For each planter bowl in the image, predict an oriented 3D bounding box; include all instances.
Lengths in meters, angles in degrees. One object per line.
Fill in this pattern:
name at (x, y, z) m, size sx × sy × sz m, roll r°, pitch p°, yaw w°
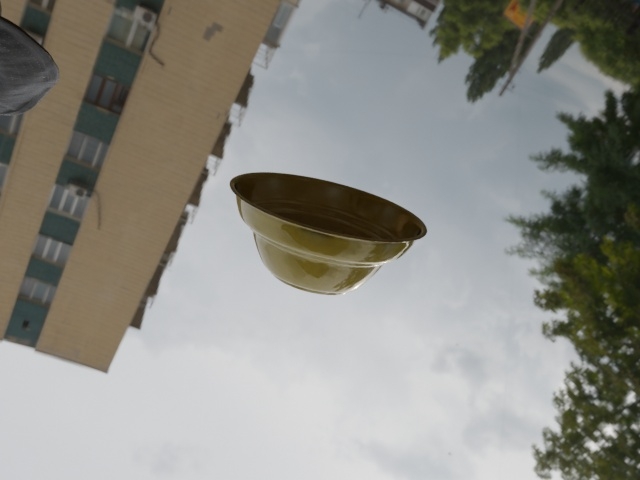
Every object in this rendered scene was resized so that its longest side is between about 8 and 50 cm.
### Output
planter bowl at (0.000, 0.000, 0.717) m, size 0.217 × 0.090 × 0.217 m, roll 12°, pitch -162°, yaw -4°

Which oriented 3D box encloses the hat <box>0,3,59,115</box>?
hat at (-0.457, -0.247, 0.709) m, size 0.331 × 0.331 × 0.134 m, roll 6°, pitch -104°, yaw -38°
